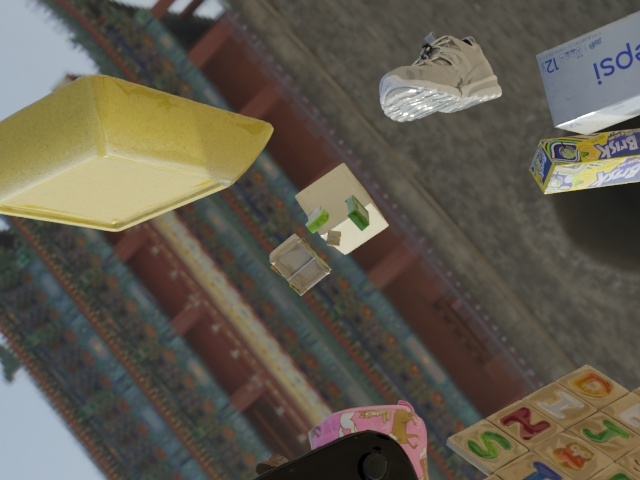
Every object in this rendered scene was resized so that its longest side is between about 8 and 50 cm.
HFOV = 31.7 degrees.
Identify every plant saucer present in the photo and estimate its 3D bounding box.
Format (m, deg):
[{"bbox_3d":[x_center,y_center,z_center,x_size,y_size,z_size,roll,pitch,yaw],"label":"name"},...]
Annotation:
[{"bbox_3d":[-0.279,-0.093,1.481,0.333,0.332,0.081,10,-115,-52],"label":"plant saucer"}]

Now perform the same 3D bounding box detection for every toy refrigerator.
[{"bbox_3d":[0.040,-0.054,1.981,0.094,0.102,0.269,57,-175,12],"label":"toy refrigerator"}]

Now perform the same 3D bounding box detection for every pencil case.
[{"bbox_3d":[0.090,0.413,1.547,0.167,0.160,0.386,7,-120,-35],"label":"pencil case"}]

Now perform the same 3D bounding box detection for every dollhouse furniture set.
[{"bbox_3d":[0.000,0.000,1.623,0.076,0.151,0.058,46,-167,-17],"label":"dollhouse furniture set"}]

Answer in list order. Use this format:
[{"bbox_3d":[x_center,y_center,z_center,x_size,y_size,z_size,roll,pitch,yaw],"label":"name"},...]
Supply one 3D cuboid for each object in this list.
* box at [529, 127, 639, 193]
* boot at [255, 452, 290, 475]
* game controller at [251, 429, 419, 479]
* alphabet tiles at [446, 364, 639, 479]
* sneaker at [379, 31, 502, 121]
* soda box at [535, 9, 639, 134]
[{"bbox_3d":[0.383,-0.111,1.572,0.169,0.059,0.054,-8,-129,-17],"label":"box"},{"bbox_3d":[-0.055,0.402,1.950,0.106,0.037,0.114,26,179,10],"label":"boot"},{"bbox_3d":[0.038,0.312,0.857,0.166,0.067,0.319,-21,-89,-35],"label":"game controller"},{"bbox_3d":[0.296,0.223,1.045,0.342,0.011,0.285,-18,-142,-40],"label":"alphabet tiles"},{"bbox_3d":[0.159,-0.242,1.623,0.281,0.105,0.115,-15,-93,-58],"label":"sneaker"},{"bbox_3d":[0.401,-0.216,1.299,0.091,0.286,0.098,3,-109,-51],"label":"soda box"}]
